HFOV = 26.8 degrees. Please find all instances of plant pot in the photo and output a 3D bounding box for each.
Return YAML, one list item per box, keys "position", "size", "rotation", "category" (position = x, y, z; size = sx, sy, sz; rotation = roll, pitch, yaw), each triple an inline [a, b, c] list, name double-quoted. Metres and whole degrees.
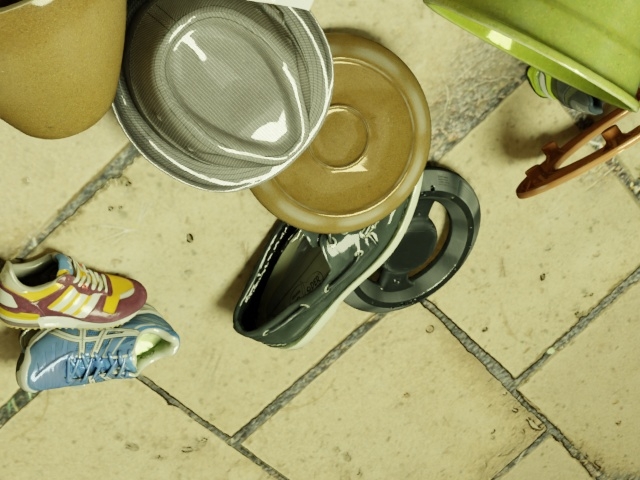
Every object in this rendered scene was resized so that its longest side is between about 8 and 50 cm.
- position: [0.295, -0.319, 1.517]
  size: [0.276, 0.276, 0.254]
  rotation: [21, 101, -41]
  category: "plant pot"
- position: [-0.281, -0.217, 1.270]
  size: [0.237, 0.237, 0.254]
  rotation: [-27, 150, -11]
  category: "plant pot"
- position: [0.019, -0.121, 1.560]
  size: [0.236, 0.032, 0.236]
  rotation: [-2, 100, -11]
  category: "plant pot"

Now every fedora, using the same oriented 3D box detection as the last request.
- position: [-0.093, -0.163, 1.423]
  size: [0.243, 0.124, 0.275]
  rotation: [-40, 116, -2]
  category: "fedora"

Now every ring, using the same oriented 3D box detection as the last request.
- position: [0.382, -0.156, 1.685]
  size: [0.336, 0.336, 0.032]
  rotation: [-34, 95, -4]
  category: "ring"

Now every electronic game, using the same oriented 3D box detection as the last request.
- position: [0.111, 0.001, 1.783]
  size: [0.229, 0.048, 0.229]
  rotation: [-16, 131, -19]
  category: "electronic game"

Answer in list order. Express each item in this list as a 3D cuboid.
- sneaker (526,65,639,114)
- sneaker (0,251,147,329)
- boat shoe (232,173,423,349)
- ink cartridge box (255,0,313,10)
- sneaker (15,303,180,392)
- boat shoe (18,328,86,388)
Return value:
- position: [0.411, -0.265, 1.703]
  size: [0.300, 0.121, 0.111]
  rotation: [-43, 135, 5]
  category: "sneaker"
- position: [-0.285, 0.055, 1.566]
  size: [0.185, 0.069, 0.084]
  rotation: [-5, 132, -30]
  category: "sneaker"
- position: [-0.002, -0.002, 1.656]
  size: [0.113, 0.127, 0.340]
  rotation: [6, 131, -49]
  category: "boat shoe"
- position: [-0.047, -0.390, 1.263]
  size: [0.117, 0.207, 0.283]
  rotation: [6, 122, -33]
  category: "ink cartridge box"
- position: [-0.263, 0.130, 1.601]
  size: [0.211, 0.081, 0.080]
  rotation: [-21, 121, -35]
  category: "sneaker"
- position: [-0.327, 0.138, 1.629]
  size: [0.046, 0.038, 0.125]
  rotation: [-56, 137, -9]
  category: "boat shoe"
